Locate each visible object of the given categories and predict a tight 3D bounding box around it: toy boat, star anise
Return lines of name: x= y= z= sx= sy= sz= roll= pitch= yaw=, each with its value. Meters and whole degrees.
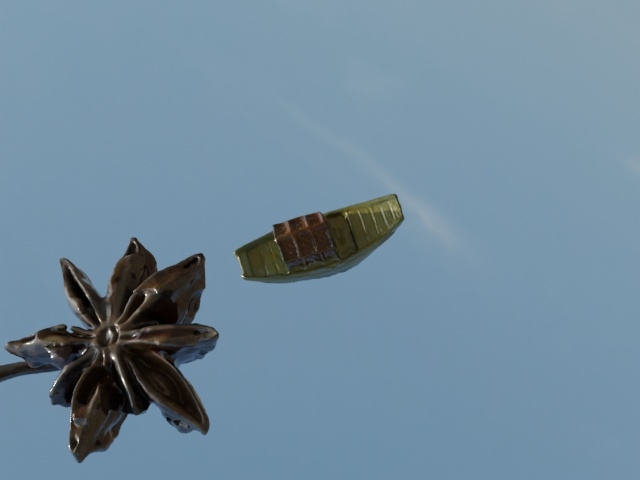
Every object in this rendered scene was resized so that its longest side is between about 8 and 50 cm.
toy boat: x=0.000 y=0.000 z=1.537 sx=0.066 sy=0.172 sz=0.065 roll=68 pitch=-176 yaw=-61
star anise: x=-0.184 y=0.097 z=1.358 sx=0.231 sy=0.209 sz=0.089 roll=9 pitch=154 yaw=32
